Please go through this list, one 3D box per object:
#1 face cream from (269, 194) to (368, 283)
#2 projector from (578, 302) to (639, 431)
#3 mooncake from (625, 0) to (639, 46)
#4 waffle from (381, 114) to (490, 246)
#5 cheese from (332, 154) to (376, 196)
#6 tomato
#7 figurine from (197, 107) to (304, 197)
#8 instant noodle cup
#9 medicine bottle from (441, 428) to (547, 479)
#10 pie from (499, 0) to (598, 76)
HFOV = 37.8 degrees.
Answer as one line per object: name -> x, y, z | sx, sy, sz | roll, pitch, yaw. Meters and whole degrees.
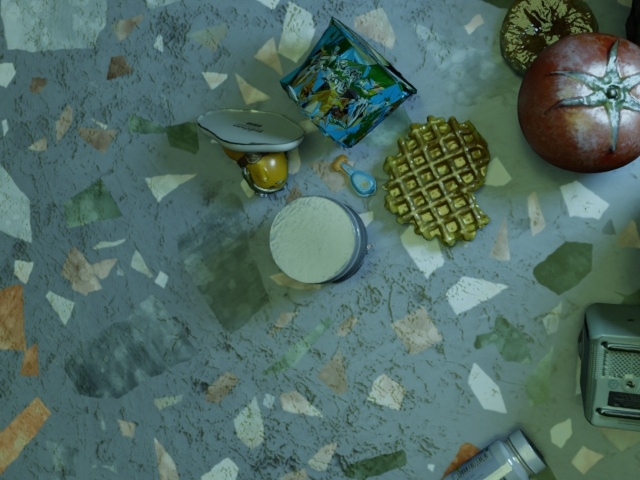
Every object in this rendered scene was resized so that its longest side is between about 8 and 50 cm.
face cream -> 0.000, 0.000, 1.883 | 0.178, 0.153, 0.177 | -1, 87, 14
projector -> 0.560, 0.224, 1.710 | 0.164, 0.242, 0.177 | 4, 104, 11
mooncake -> 0.683, -0.451, 1.622 | 0.351, 0.381, 0.212 | 4, 71, 34
waffle -> 0.249, -0.125, 1.885 | 0.249, 0.056, 0.253 | 33, 92, 12
cheese -> 0.072, -0.134, 1.943 | 0.111, 0.017, 0.047 | 44, 93, 12
tomato -> 0.496, -0.252, 1.745 | 0.265, 0.265, 0.264 | -1, 86, 12
figurine -> -0.145, -0.181, 1.965 | 0.250, 0.167, 0.141 | 25, 131, 37
instant noodle cup -> 0.051, -0.305, 1.864 | 0.240, 0.240, 0.178 | 45, 104, 11
medicine bottle -> 0.334, 0.452, 1.803 | 0.187, 0.103, 0.102 | -38, 79, 8
pie -> 0.451, -0.416, 1.864 | 0.195, 0.046, 0.195 | -1, 85, 13
